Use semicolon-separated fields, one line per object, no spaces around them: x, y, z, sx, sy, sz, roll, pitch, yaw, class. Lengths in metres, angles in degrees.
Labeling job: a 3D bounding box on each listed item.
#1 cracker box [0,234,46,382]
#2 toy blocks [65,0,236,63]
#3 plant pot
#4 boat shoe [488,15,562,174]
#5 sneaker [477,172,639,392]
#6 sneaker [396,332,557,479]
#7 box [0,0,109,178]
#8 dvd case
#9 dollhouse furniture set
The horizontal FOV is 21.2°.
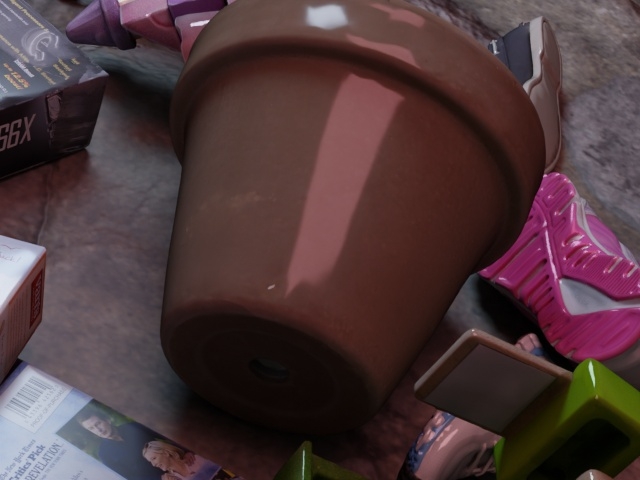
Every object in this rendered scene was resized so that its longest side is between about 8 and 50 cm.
-0.280;0.071;1.019;0.156;0.067;0.232;16;37;8;cracker box
-0.078;-0.180;1.360;0.260;0.309;0.288;-18;30;2;toy blocks
0.000;0.000;1.146;0.263;0.263;0.229;21;56;-2;plant pot
0.172;-0.120;1.510;0.065;0.075;0.206;-15;37;24;boat shoe
0.197;0.042;1.286;0.111;0.103;0.252;44;11;-31;sneaker
0.125;0.131;1.160;0.083;0.071;0.191;41;41;15;sneaker
-0.349;-0.152;1.264;0.307;0.076;0.242;40;41;22;box
-0.121;0.181;1.015;0.253;0.022;0.180;27;39;7;dvd case
0.083;0.213;0.912;0.151;0.197;0.301;26;37;-21;dollhouse furniture set
